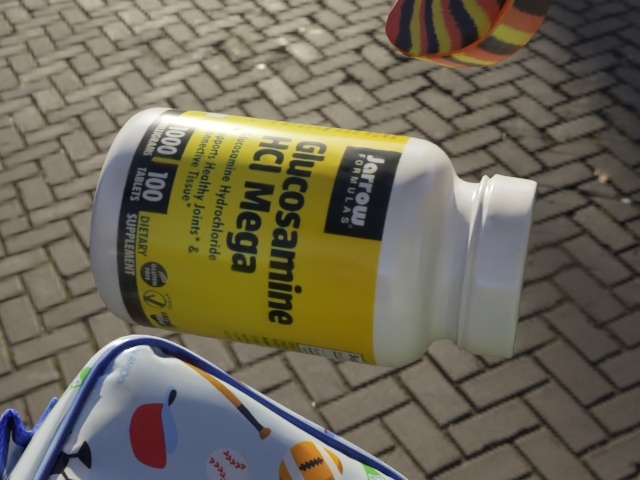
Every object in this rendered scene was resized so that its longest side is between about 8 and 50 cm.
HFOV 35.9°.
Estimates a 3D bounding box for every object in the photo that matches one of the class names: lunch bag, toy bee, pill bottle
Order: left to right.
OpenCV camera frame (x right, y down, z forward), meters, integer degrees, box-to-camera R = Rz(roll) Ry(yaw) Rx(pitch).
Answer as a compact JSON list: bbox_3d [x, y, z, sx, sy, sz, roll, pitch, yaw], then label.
[{"bbox_3d":[-0.074,0.199,0.464,0.243,0.115,0.303,30,43,-11],"label":"lunch bag"},{"bbox_3d":[0.000,0.000,0.810,0.333,0.188,0.188,8,40,12],"label":"pill bottle"},{"bbox_3d":[0.160,-0.238,0.668,0.195,0.298,0.162,-21,46,-36],"label":"toy bee"}]
